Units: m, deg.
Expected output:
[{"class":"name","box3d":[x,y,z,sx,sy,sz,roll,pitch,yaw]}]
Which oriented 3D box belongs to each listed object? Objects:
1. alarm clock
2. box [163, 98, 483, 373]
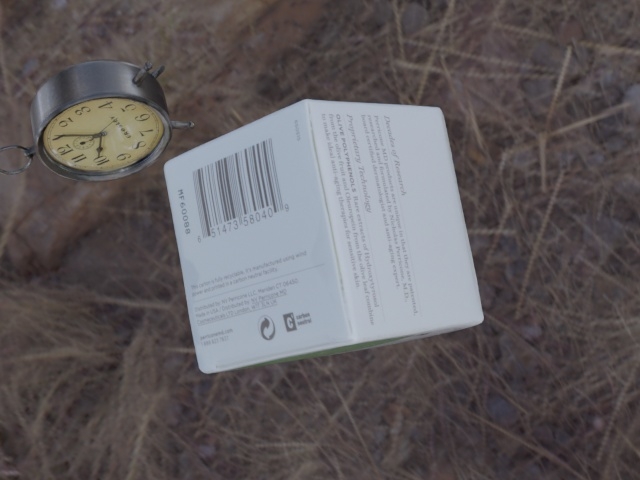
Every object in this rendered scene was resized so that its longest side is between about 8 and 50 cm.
[{"class":"alarm clock","box3d":[-0.229,-0.109,1.074,0.192,0.129,0.064,-24,58,5]},{"class":"box","box3d":[0.000,0.000,0.494,0.101,0.087,0.102,-18,81,45]}]
